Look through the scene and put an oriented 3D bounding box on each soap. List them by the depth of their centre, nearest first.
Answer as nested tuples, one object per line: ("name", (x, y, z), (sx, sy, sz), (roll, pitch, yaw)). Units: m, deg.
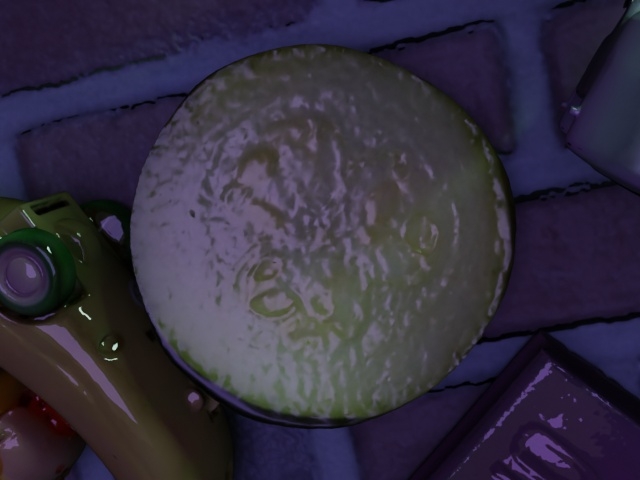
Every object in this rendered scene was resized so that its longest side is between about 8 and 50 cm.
("soap", (0.139, 0.176, 0.557), (0.122, 0.065, 0.203), (37, 105, 4))

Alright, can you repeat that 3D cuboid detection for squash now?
("squash", (0.000, 0.000, 0.532), (0.252, 0.049, 0.251), (0, 90, -4))

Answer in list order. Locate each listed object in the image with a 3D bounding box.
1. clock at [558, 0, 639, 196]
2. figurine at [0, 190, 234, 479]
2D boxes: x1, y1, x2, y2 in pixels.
("clock", (0.251, -0.038, 0.410), (0.248, 0.227, 0.090), (27, 107, 9))
("figurine", (-0.200, 0.107, 0.595), (0.222, 0.124, 0.324), (-37, 94, 16))
